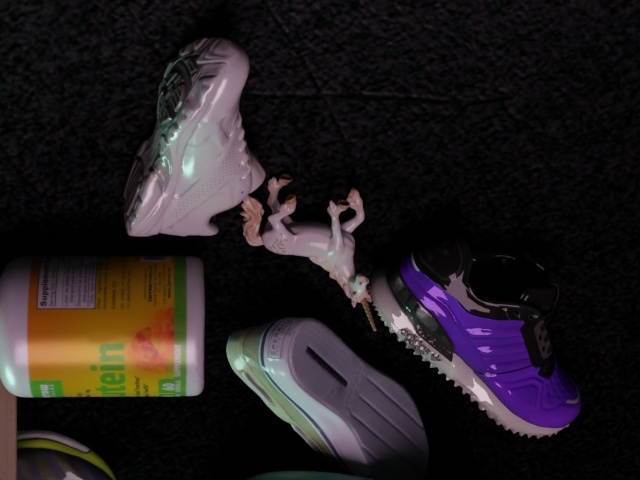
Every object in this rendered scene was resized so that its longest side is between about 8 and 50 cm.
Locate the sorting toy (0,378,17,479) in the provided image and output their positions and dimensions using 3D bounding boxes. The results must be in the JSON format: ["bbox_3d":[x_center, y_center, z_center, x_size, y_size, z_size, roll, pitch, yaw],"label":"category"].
[{"bbox_3d":[-0.404,0.219,1.474,0.193,0.208,0.038,-1,165,-5],"label":"sorting toy"}]

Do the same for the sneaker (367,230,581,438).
[{"bbox_3d":[0.196,0.090,1.471,0.146,0.102,0.293,-39,123,24],"label":"sneaker"}]

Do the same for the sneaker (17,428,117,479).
[{"bbox_3d":[-0.366,0.273,1.558,0.300,0.121,0.111,6,130,-11],"label":"sneaker"}]

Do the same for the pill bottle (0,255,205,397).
[{"bbox_3d":[-0.235,0.083,1.399,0.246,0.136,0.136,0,130,-5],"label":"pill bottle"}]

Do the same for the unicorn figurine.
[{"bbox_3d":[0.000,0.000,1.400,0.162,0.060,0.111,21,128,14],"label":"unicorn figurine"}]

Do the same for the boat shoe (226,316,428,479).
[{"bbox_3d":[0.015,0.171,1.540,0.094,0.109,0.302,3,144,40],"label":"boat shoe"}]

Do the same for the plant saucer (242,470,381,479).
[{"bbox_3d":[0.036,0.310,1.606,0.318,0.043,0.317,9,157,4],"label":"plant saucer"}]

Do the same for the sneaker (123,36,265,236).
[{"bbox_3d":[-0.097,-0.090,1.311,0.115,0.090,0.232,9,138,-22],"label":"sneaker"}]
